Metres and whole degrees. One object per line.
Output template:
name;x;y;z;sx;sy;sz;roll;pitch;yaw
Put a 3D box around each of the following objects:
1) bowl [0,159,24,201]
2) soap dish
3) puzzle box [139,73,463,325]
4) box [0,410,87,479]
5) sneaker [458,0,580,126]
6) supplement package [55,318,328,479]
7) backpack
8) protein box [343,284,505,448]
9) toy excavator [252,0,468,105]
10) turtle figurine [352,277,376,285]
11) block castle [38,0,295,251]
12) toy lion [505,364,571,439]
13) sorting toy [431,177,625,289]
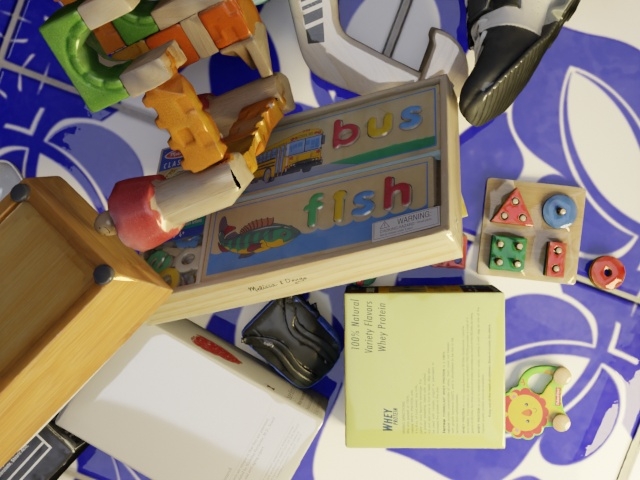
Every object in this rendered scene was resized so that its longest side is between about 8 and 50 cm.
bowl;-0.449;-0.028;1.542;0.142;0.053;0.142;-24;90;4
soap dish;-0.350;0.084;1.311;0.291;0.118;0.229;-46;65;-4
puzzle box;-0.027;-0.053;1.387;0.409;0.272;0.052;-13;135;18
box;-0.502;0.266;1.485;0.294;0.183;0.296;43;91;1
sneaker;0.228;-0.280;1.433;0.146;0.122;0.330;31;58;8
supplement package;-0.159;0.221;1.469;0.293;0.177;0.175;29;93;2
backpack;-0.029;0.127;1.498;0.120;0.101;0.098;44;100;-3
protein box;0.133;0.160;1.473;0.201;0.136;0.199;-1;92;3
toy excavator;-0.042;-0.354;1.463;0.433;0.222;0.445;-6;104;2
turtle figurine;0.000;0.000;1.488;0.234;0.118;0.175;33;74;19
block castle;-0.237;-0.245;1.272;0.213;0.303;0.453;-20;116;24
toy lion;0.286;0.217;1.518;0.096;0.034;0.100;2;91;7
sorting toy;0.274;-0.013;1.508;0.275;0.046;0.132;7;91;3
